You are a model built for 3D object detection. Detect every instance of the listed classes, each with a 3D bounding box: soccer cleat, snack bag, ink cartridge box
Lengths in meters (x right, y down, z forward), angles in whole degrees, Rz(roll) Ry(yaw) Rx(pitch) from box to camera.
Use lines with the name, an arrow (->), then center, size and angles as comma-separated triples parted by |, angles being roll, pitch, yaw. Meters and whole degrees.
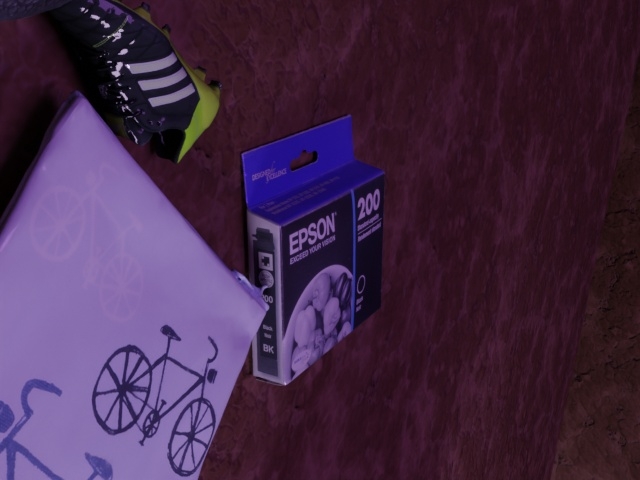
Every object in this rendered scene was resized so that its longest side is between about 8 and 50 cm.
soccer cleat -> -0.123, -0.106, 0.610 | 0.072, 0.060, 0.179 | -63, 151, -8
snack bag -> -0.160, 0.116, 0.624 | 0.343, 0.037, 0.323 | -69, 151, -22
ink cartridge box -> 0.000, 0.000, 0.893 | 0.206, 0.045, 0.208 | -31, 124, -56

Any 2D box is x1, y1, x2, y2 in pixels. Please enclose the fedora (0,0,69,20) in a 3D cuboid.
fedora -> -0.177, -0.252, 0.349 | 0.334, 0.152, 0.334 | -29, 123, -57
